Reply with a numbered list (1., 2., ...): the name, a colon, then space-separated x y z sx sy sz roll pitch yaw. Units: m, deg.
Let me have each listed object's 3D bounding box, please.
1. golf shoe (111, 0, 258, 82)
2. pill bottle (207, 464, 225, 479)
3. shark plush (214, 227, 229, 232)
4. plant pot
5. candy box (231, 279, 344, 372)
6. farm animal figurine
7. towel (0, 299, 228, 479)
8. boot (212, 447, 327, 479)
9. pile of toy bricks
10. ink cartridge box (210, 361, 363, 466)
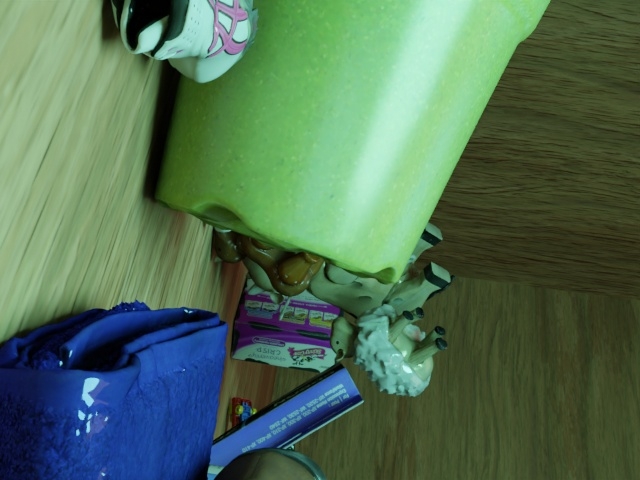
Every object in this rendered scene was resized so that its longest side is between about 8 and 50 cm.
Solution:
1. golf shoe: -0.079 -0.126 0.536 0.086 0.067 0.186 -54 171 -17
2. pill bottle: -0.018 0.280 0.885 0.152 0.272 0.152 7 90 -89
3. shark plush: -0.093 -0.090 0.981 0.067 0.073 0.161 164 -86 -70
4. plant pot: 0.010 -0.114 0.723 0.276 0.276 0.254 85 24 -87
5. candy box: -0.043 0.109 1.608 0.233 0.159 0.071 -79 179 -64
6. farm animal figurine: 0.000 0.000 1.208 0.172 0.327 0.330 -41 -159 33
7. towel: -0.116 0.185 0.474 0.227 0.076 0.308 -5 103 -82
8. boot: -0.039 0.228 0.447 0.280 0.096 0.264 38 61 -81
9. pile of toy bricks: -0.116 0.359 1.592 0.105 0.118 0.212 -36 -135 44
10. ink cartridge box: -0.051 0.210 1.175 0.045 0.206 0.208 59 -4 2
